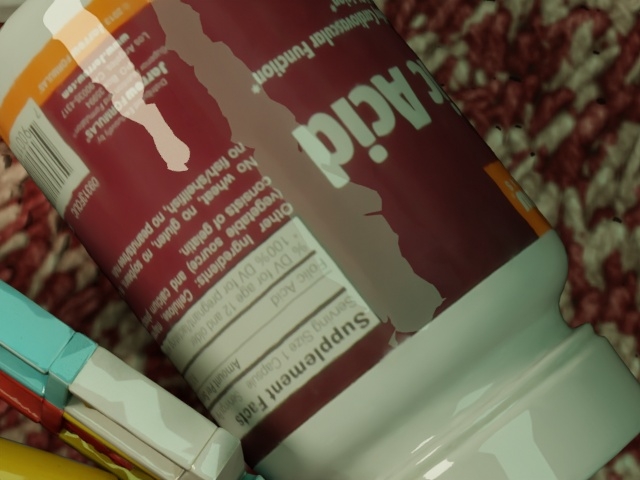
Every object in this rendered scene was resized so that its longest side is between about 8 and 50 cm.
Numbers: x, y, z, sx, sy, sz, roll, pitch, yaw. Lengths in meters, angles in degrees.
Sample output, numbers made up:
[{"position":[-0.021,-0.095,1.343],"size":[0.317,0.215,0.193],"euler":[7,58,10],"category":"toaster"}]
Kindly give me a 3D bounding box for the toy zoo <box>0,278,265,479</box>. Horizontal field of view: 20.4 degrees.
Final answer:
[{"position":[-0.147,0.080,1.001],"size":[0.293,0.192,0.030],"euler":[35,73,-1],"category":"toy zoo"}]

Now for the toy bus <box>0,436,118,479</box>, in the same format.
[{"position":[-0.289,0.138,0.991],"size":[0.333,0.130,0.108],"euler":[18,73,-6],"category":"toy bus"}]

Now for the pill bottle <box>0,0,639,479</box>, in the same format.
[{"position":[0.000,0.000,1.034],"size":[0.224,0.224,0.392],"euler":[-37,85,-17],"category":"pill bottle"}]

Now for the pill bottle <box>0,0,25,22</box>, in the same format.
[{"position":[-0.197,-0.311,1.104],"size":[0.176,0.176,0.318],"euler":[0,75,-11],"category":"pill bottle"}]
